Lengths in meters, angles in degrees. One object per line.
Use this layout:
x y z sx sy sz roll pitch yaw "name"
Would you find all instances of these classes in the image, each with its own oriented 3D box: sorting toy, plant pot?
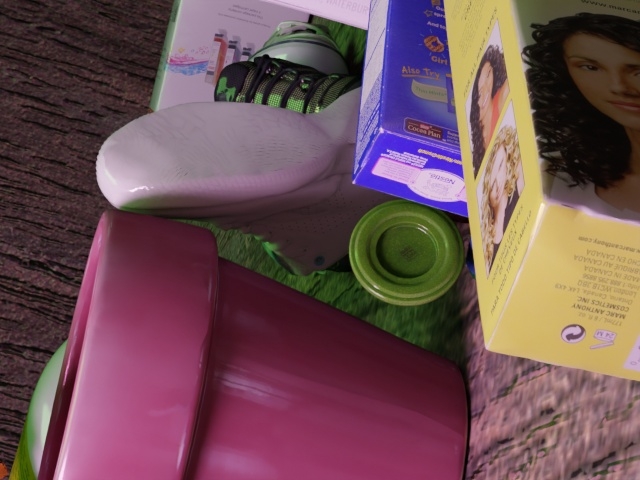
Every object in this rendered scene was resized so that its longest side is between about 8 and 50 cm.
0.056 -0.003 0.754 0.102 0.061 0.042 -51 -15 -21 "sorting toy"
-0.036 0.100 0.777 0.201 0.180 0.201 -166 90 -80 "plant pot"

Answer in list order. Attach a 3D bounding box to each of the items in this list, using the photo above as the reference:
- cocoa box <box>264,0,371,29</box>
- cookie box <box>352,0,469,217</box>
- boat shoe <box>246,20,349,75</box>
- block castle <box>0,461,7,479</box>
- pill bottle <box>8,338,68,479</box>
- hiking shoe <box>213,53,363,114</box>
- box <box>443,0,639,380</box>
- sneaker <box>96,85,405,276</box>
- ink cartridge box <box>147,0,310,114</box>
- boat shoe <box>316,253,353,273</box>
-0.002 -0.258 0.912 0.347 0.231 0.228 -113 38 -73 "cocoa box"
0.064 -0.063 0.691 0.040 0.092 0.107 121 161 -51 "cookie box"
-0.023 -0.141 1.317 0.226 0.083 0.075 145 136 -77 "boat shoe"
-0.230 0.249 0.804 0.453 0.213 0.303 -128 15 -71 "block castle"
-0.110 0.159 1.097 0.334 0.188 0.188 116 164 -54 "pill bottle"
-0.015 -0.076 1.093 0.227 0.114 0.086 -159 82 -80 "hiking shoe"
0.092 -0.051 0.541 0.232 0.087 0.058 -92 16 -53 "box"
-0.019 -0.021 0.854 0.080 0.212 0.094 46 132 41 "sneaker"
-0.092 -0.177 1.631 0.128 0.127 0.176 -135 60 -78 "ink cartridge box"
0.000 0.000 1.089 0.125 0.038 0.046 -142 39 -80 "boat shoe"
